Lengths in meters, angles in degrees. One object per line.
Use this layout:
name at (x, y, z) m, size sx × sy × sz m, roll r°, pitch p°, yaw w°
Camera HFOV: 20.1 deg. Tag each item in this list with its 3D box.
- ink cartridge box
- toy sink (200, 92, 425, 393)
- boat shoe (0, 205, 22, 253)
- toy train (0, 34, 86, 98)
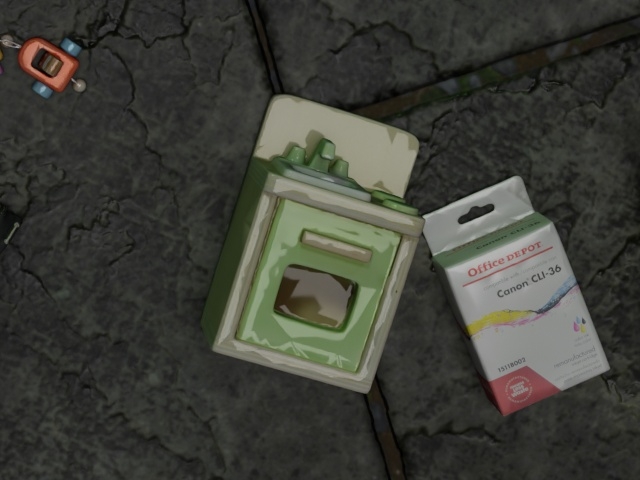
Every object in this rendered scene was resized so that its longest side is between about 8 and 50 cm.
ink cartridge box at (0.182, 0.051, 1.715) m, size 0.115 × 0.067 × 0.198 m, roll -24°, pitch 102°, yaw -3°
toy sink at (0.000, 0.000, 1.647) m, size 0.153 × 0.131 × 0.234 m, roll 17°, pitch 97°, yaw -12°
boat shoe at (-0.313, 0.025, 1.640) m, size 0.038 × 0.046 × 0.125 m, roll 32°, pitch 72°, yaw -22°
toy train at (-0.294, -0.129, 1.623) m, size 0.125 × 0.046 × 0.166 m, roll 37°, pitch 93°, yaw -12°
